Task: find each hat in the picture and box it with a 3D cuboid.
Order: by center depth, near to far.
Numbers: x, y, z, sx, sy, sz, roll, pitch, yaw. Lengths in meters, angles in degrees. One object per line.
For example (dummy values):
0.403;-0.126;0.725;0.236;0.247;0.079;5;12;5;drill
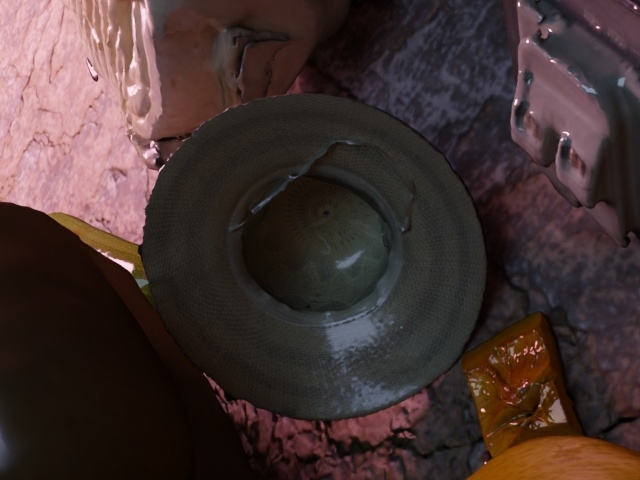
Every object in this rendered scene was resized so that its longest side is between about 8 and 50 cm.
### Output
0.000;0.000;0.884;0.252;0.252;0.110;-48;8;23;hat

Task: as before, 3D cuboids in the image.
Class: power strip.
0.155;-0.065;0.696;0.064;0.213;0.198;-33;47;-10;power strip

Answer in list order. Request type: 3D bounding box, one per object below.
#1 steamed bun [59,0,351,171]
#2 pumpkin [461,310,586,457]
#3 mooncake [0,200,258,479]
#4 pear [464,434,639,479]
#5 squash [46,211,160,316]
-0.096;-0.264;0.976;0.346;0.237;0.394;-166;57;-71;steamed bun
0.128;0.104;0.793;0.073;0.035;0.101;-37;57;34;pumpkin
-0.282;0.202;0.863;0.467;0.467;0.262;-49;57;22;mooncake
0.120;0.239;0.597;0.336;0.285;0.285;28;98;51;pear
-0.199;0.023;1.111;0.229;0.066;0.066;21;93;46;squash
